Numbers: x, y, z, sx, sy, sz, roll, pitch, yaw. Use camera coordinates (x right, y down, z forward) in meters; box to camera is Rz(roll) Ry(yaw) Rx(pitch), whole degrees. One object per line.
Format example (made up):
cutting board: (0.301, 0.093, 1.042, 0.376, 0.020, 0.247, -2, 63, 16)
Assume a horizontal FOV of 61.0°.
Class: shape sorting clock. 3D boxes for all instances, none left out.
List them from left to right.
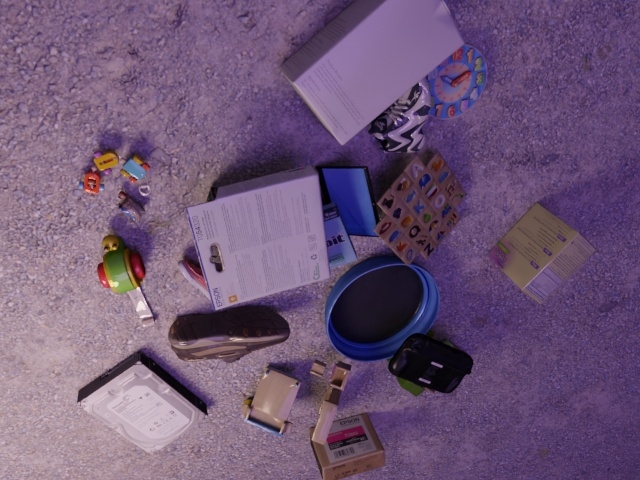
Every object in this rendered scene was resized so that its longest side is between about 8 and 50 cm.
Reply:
shape sorting clock: (0.356, -0.422, 1.459, 0.206, 0.040, 0.206, -8, 122, -14)

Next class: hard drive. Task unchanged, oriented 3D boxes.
hard drive: (-0.546, 0.515, 1.699, 0.237, 0.064, 0.339, -34, 123, 2)

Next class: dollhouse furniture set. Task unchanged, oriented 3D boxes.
dollhouse furniture set: (-0.080, 0.499, 1.848, 0.303, 0.198, 0.286, 19, 91, 5)
dollhouse furniture set: (0.415, 0.461, 1.937, 0.197, 0.151, 0.301, -46, 123, 11)

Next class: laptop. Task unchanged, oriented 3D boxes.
laptop: (0.008, -0.069, 1.490, 0.264, 0.136, 0.234, -28, 125, -16)

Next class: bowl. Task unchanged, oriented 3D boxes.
bowl: (0.196, 0.221, 1.767, 0.391, 0.077, 0.391, -9, 122, -14)

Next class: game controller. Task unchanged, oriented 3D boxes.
game controller: (0.368, 0.411, 1.792, 0.319, 0.067, 0.166, 27, 112, -31)

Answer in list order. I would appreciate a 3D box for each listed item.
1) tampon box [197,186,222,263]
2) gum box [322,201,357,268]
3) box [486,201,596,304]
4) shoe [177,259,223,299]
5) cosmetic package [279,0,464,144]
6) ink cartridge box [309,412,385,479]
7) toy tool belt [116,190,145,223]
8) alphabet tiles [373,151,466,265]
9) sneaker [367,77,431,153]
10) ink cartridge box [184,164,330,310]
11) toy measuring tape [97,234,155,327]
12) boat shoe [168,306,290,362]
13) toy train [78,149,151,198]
tampon box: (-0.259, -0.037, 1.431, 0.101, 0.120, 0.161, 13, 114, -27)
gum box: (0.000, 0.000, 1.503, 0.157, 0.041, 0.184, -19, 124, 9)
box: (0.702, 0.039, 1.746, 0.117, 0.213, 0.243, 33, 105, -31)
shoe: (-0.319, 0.097, 1.530, 0.081, 0.063, 0.178, -35, 130, 2)
cosmetic package: (0.120, -0.444, 1.300, 0.385, 0.156, 0.217, -39, 124, 5)
ink cartridge box: (0.094, 0.750, 1.975, 0.234, 0.193, 0.088, -12, 120, -12)
toy tool belt: (-0.487, -0.080, 1.371, 0.051, 0.052, 0.083, -45, 123, 0)
alphabet tiles: (0.295, -0.085, 1.578, 0.285, 0.011, 0.342, -50, 136, -2)
sneaker: (0.196, -0.328, 1.424, 0.153, 0.094, 0.235, -17, 137, -17)
ink cartridge box: (-0.149, -0.003, 1.382, 0.330, 0.071, 0.324, -14, 125, -11)
toy measuring tape: (-0.509, 0.131, 1.452, 0.121, 0.121, 0.330, -16, 123, -9)
boat shoe: (-0.270, 0.290, 1.634, 0.355, 0.132, 0.130, -1, 130, -8)
toy train: (-0.499, -0.162, 1.324, 0.166, 0.046, 0.125, 2, 120, -16)
